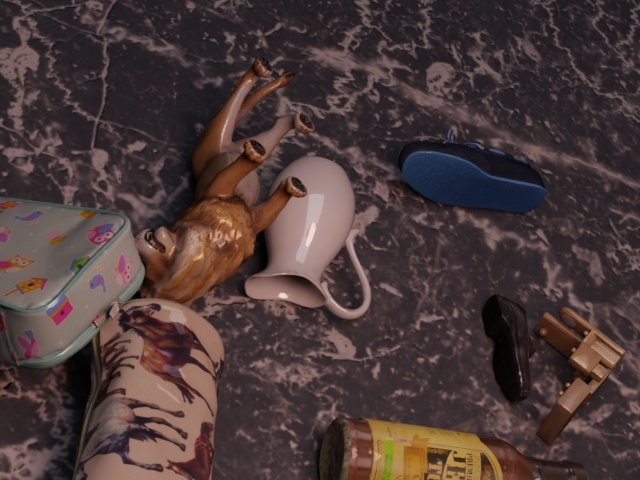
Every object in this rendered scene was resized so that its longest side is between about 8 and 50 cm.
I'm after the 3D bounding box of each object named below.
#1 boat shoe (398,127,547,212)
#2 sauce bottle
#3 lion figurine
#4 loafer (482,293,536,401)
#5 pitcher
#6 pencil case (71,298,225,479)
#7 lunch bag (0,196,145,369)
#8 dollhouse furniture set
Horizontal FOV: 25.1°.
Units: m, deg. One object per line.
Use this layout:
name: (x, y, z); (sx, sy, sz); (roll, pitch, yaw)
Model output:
boat shoe: (0.221, -0.103, 2.193); (0.258, 0.109, 0.089); (18, 40, -32)
sauce bottle: (0.175, 0.295, 1.834); (0.344, 0.111, 0.111); (8, 51, -17)
lion figurine: (-0.130, -0.077, 1.963); (0.142, 0.240, 0.392); (39, 29, -15)
loafer: (0.278, 0.151, 2.029); (0.061, 0.062, 0.170); (11, 52, -22)
pitcher: (0.000, 0.000, 1.989); (0.178, 0.125, 0.207); (23, 58, -15)
pencil case: (-0.215, 0.261, 1.654); (0.184, 0.160, 0.410); (25, 47, -24)
lunch bag: (-0.356, 0.041, 1.723); (0.279, 0.107, 0.224); (10, 37, 29)
dollhouse furniture set: (0.322, 0.177, 1.991); (0.123, 0.144, 0.151); (39, 63, 14)
